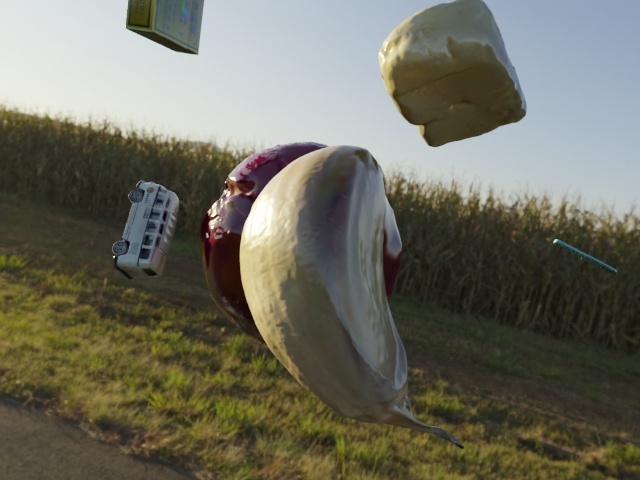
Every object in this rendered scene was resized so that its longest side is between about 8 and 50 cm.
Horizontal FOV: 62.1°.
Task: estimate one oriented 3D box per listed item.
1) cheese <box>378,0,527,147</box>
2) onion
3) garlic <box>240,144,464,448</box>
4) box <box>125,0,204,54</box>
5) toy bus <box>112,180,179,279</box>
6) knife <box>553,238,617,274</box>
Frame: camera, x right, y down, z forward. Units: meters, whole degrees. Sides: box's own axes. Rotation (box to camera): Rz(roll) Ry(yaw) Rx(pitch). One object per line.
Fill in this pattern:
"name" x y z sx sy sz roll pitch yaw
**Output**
"cheese" 0.184 -0.222 0.738 0.159 0.093 0.263 -22 -23 23
"onion" 0.000 0.000 0.941 0.399 0.398 0.420 10 -15 -25
"garlic" 0.033 0.057 0.535 0.196 0.338 0.151 -4 -20 -28
"box" -0.308 -0.472 1.080 0.064 0.140 0.220 10 11 10
"toy bus" -0.334 -0.022 1.038 0.089 0.193 0.087 4 -24 8
"knife" 0.330 0.021 0.662 0.091 0.005 0.014 27 -16 -2
